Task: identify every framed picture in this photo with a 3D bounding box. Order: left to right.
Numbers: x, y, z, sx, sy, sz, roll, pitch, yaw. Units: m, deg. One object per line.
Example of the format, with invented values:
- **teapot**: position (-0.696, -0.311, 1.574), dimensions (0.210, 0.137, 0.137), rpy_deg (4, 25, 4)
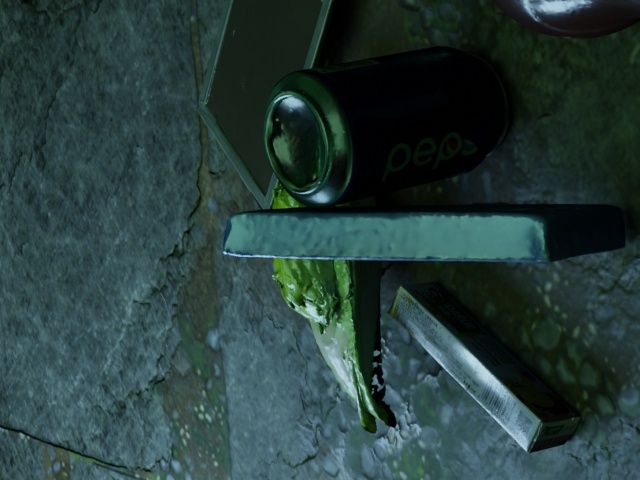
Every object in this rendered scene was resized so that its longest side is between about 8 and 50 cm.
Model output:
- **framed picture**: position (-0.055, -0.181, 1.792), dimensions (0.197, 0.014, 0.252), rpy_deg (56, 139, 43)

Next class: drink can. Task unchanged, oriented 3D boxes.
- **drink can**: position (0.057, -0.099, 1.533), dimensions (0.118, 0.204, 0.118), rpy_deg (22, 118, 48)

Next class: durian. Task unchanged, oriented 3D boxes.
- **durian**: position (0.007, -0.001, 1.707), dimensions (0.106, 0.132, 0.375), rpy_deg (-9, 88, 24)

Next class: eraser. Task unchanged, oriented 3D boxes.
- **eraser**: position (0.084, -0.008, 1.502), dimensions (0.311, 0.144, 0.043), rpy_deg (0, 93, 34)

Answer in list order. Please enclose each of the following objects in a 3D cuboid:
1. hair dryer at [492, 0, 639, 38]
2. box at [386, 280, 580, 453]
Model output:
- **hair dryer**: position (0.158, -0.297, 1.214), dimensions (0.341, 0.123, 0.312), rpy_deg (70, 167, -14)
- **box**: position (0.142, 0.108, 1.603), dimensions (0.207, 0.050, 0.041), rpy_deg (44, 127, 38)
